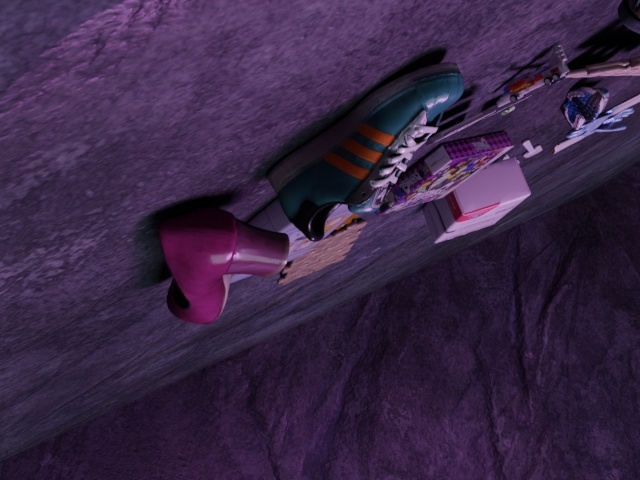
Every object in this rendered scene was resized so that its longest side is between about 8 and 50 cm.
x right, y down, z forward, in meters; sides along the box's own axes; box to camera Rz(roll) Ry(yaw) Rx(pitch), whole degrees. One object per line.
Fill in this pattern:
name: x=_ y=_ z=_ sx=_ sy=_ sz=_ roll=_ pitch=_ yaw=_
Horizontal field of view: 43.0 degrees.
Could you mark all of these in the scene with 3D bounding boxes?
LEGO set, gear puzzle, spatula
LEGO set: x=0.284 y=-0.229 z=1.281 sx=0.244 sy=0.060 sz=0.182 roll=-26 pitch=-178 yaw=-3
gear puzzle: x=0.000 y=0.000 z=1.645 sx=0.175 sy=0.044 sz=0.339 roll=-23 pitch=166 yaw=-17
spatula: x=0.448 y=-0.184 z=1.940 sx=0.168 sy=0.019 sz=0.242 roll=-30 pitch=170 yaw=17

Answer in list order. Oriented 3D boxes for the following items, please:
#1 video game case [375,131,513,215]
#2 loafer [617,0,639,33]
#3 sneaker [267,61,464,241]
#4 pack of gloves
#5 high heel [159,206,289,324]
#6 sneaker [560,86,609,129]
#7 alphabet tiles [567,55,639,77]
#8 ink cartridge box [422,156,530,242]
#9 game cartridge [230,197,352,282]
video game case: x=0.237 y=-0.131 z=1.586 sx=0.232 sy=0.042 sz=0.210 roll=-16 pitch=164 yaw=-47
loafer: x=0.543 y=-0.303 z=1.090 sx=0.267 sy=0.096 sz=0.084 roll=10 pitch=143 yaw=-2
sneaker: x=0.072 y=-0.107 z=1.050 sx=0.302 sy=0.121 sz=0.108 roll=-33 pitch=169 yaw=29
pack of gloves: x=0.719 y=-0.286 z=2.062 sx=0.232 sy=0.046 sz=0.195 roll=-28 pitch=171 yaw=-1
high heel: x=-0.206 y=0.035 z=1.205 sx=0.181 sy=0.127 sz=0.377 roll=12 pitch=154 yaw=-27
sneaker: x=0.529 y=-0.276 z=1.590 sx=0.083 sy=0.071 sz=0.190 roll=-35 pitch=178 yaw=4
alphabet tiles: x=0.552 y=-0.291 z=1.344 sx=0.278 sy=0.021 sz=0.284 roll=-3 pitch=-173 yaw=38
ink cartridge box: x=0.355 y=-0.090 z=1.891 sx=0.172 sy=0.100 sz=0.237 roll=-17 pitch=168 yaw=-12
game cartridge: x=-0.054 y=-0.017 z=1.373 sx=0.198 sy=0.062 sz=0.297 roll=-25 pitch=170 yaw=-38
